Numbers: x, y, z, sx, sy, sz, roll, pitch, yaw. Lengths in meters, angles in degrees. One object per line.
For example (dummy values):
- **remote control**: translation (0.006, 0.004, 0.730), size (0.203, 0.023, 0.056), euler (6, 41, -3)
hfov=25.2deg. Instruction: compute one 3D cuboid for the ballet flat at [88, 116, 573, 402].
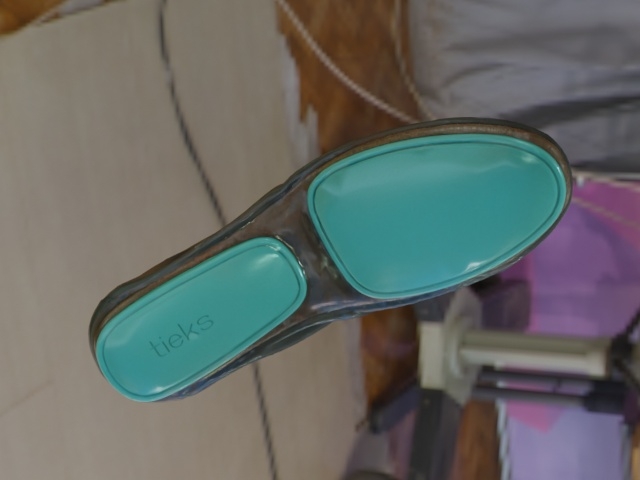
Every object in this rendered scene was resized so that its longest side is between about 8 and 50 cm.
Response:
- **ballet flat**: translation (0.000, 0.000, 0.785), size (0.096, 0.280, 0.095), euler (-72, 139, -74)
